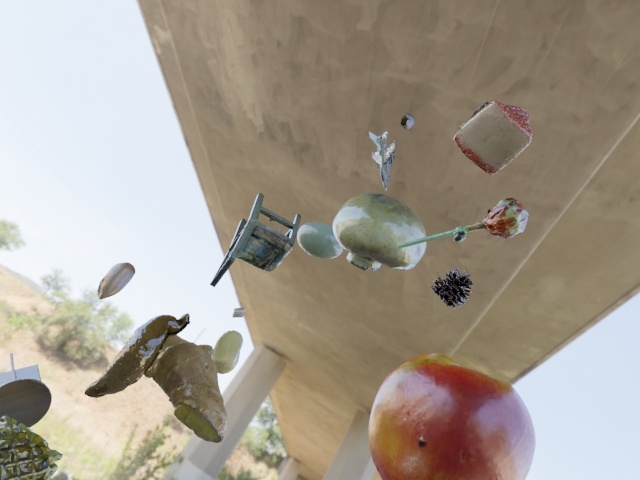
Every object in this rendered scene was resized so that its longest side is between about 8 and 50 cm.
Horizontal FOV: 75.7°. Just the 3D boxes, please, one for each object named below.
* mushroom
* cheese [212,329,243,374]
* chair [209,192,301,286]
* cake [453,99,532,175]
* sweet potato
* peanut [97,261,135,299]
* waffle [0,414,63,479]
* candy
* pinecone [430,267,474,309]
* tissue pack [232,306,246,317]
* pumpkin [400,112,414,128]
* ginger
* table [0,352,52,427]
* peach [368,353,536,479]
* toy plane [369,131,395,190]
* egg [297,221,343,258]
[{"bbox_3d":[0.211,-0.022,1.466,0.352,0.352,0.260,27,-69,14],"label":"mushroom"},{"bbox_3d":[-0.324,0.393,1.434,0.094,0.123,0.167,32,-36,2],"label":"cheese"},{"bbox_3d":[-0.160,0.021,1.083,0.147,0.270,0.136,30,-52,-16],"label":"chair"},{"bbox_3d":[0.539,-0.295,1.193,0.158,0.262,0.159,-47,-115,43],"label":"cake"},{"bbox_3d":[-0.465,0.288,1.058,0.098,0.310,0.124,45,-24,-4],"label":"sweet potato"},{"bbox_3d":[-0.675,0.133,1.360,0.076,0.152,0.076,20,-37,16],"label":"peanut"},{"bbox_3d":[-0.767,0.558,1.007,0.054,0.204,0.223,-31,-70,25],"label":"waffle"},{"bbox_3d":[0.313,-0.025,0.929,0.288,0.078,0.084,-14,-69,16],"label":"candy"},{"bbox_3d":[0.573,0.195,1.759,0.163,0.165,0.163,42,10,-9],"label":"pinecone"},{"bbox_3d":[-0.384,0.340,1.937,0.056,0.023,0.108,-1,-25,-17],"label":"tissue pack"},{"bbox_3d":[0.301,-0.404,1.405,0.028,0.083,0.050,38,-68,28],"label":"pumpkin"},{"bbox_3d":[-0.351,0.384,1.107,0.354,0.190,0.126,50,-42,31],"label":"ginger"},{"bbox_3d":[-0.936,0.450,1.263,0.227,0.167,0.167,20,-33,49],"label":"table"},{"bbox_3d":[0.298,0.474,0.988,0.388,0.388,0.388,24,-34,18],"label":"peach"},{"bbox_3d":[0.250,-0.312,1.592,0.160,0.082,0.234,-12,-86,65],"label":"toy plane"},{"bbox_3d":[0.000,0.000,1.979,0.237,0.169,0.169,21,-35,12],"label":"egg"}]
